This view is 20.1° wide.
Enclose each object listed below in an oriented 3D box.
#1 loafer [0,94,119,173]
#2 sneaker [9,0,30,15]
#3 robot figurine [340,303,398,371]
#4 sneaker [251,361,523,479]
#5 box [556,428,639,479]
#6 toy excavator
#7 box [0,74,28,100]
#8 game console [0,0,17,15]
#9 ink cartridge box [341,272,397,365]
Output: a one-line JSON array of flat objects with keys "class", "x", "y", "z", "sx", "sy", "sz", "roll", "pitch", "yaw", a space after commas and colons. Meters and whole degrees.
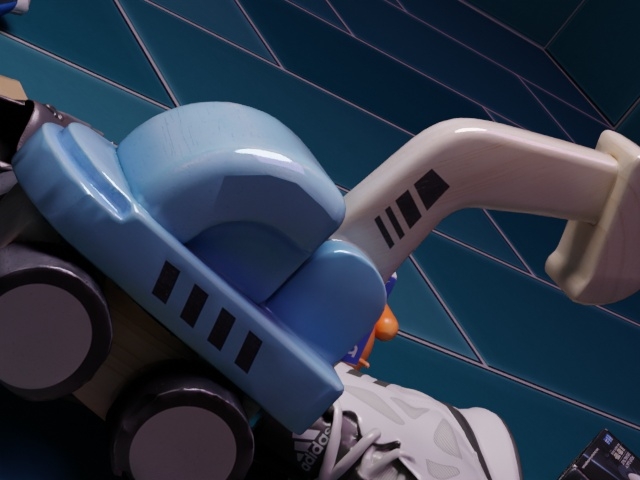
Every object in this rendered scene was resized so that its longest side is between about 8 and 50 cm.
[{"class": "loafer", "x": -0.273, "y": -0.082, "z": 1.522, "sx": 0.303, "sy": 0.095, "sz": 0.109, "roll": 12, "pitch": 38, "yaw": -19}, {"class": "sneaker", "x": -0.409, "y": -0.361, "z": 2.016, "sx": 0.281, "sy": 0.115, "sz": 0.105, "roll": 47, "pitch": 20, "yaw": 23}, {"class": "robot figurine", "x": -0.021, "y": 0.061, "z": 1.742, "sx": 0.158, "sy": 0.128, "sz": 0.219, "roll": 46, "pitch": 11, "yaw": -31}, {"class": "sneaker", "x": 0.059, "y": 0.238, "z": 1.481, "sx": 0.258, "sy": 0.169, "sz": 0.447, "roll": 23, "pitch": 15, "yaw": -19}, {"class": "box", "x": 0.316, "y": 0.292, "z": 1.912, "sx": 0.147, "sy": 0.077, "sz": 0.180, "roll": 43, "pitch": 18, "yaw": 10}, {"class": "toy excavator", "x": 0.000, "y": 0.000, "z": 1.383, "sx": 0.433, "sy": 0.445, "sz": 0.222, "roll": 41, "pitch": 8, "yaw": -22}, {"class": "box", "x": -0.338, "y": -0.131, "z": 1.675, "sx": 0.164, "sy": 0.021, "sz": 0.201, "roll": 19, "pitch": 16, "yaw": -27}, {"class": "game console", "x": -0.440, "y": -0.229, "z": 1.467, "sx": 0.293, "sy": 0.250, "sz": 0.173, "roll": -24, "pitch": 102, "yaw": -57}, {"class": "ink cartridge box", "x": -0.047, "y": 0.034, "z": 1.594, "sx": 0.207, "sy": 0.097, "sz": 0.046, "roll": 18, "pitch": 24, "yaw": -14}]
